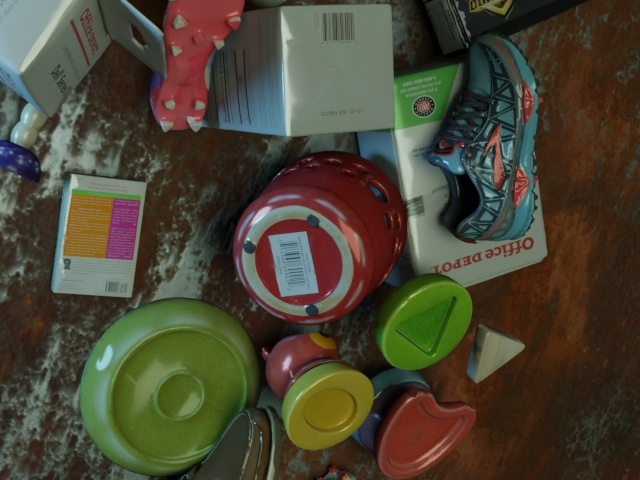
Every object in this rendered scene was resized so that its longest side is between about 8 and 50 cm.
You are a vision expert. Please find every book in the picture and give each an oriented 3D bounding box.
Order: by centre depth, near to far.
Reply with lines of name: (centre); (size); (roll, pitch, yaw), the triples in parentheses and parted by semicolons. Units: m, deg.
book: (-0.266, -0.006, 1.115); (0.096, 0.035, 0.144); (7, 97, -28)

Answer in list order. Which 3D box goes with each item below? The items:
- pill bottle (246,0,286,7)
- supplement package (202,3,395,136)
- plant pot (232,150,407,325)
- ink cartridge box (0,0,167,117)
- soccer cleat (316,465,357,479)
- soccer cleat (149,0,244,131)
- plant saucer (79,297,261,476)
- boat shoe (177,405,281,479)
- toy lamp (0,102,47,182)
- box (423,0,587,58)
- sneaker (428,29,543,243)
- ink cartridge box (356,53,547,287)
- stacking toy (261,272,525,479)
pill bottle: (-0.155, -0.387, 0.988); (0.334, 0.188, 0.188); (23, 89, -42)
supplement package: (-0.038, -0.195, 1.060); (0.139, 0.244, 0.134); (-9, 103, -28)
plant pot: (0.000, 0.000, 1.113); (0.191, 0.174, 0.191); (4, 108, 13)
ink cartridge box: (-0.324, -0.242, 0.895); (0.353, 0.207, 0.119); (36, 82, -4)
soccer cleat: (-0.028, 0.387, 1.271); (0.196, 0.068, 0.076); (-26, 111, -21)
soccer cleat: (-0.146, -0.228, 1.026); (0.083, 0.095, 0.248); (-4, 141, -24)
plant saucer: (-0.183, 0.195, 1.183); (0.241, 0.037, 0.241); (-5, 101, -24)
boat shoe: (-0.144, 0.343, 1.164); (0.104, 0.111, 0.307); (17, 102, -25)
toy lamp: (-0.291, -0.203, 1.043); (0.080, 0.080, 0.275); (25, 87, -25)
box: (0.245, -0.432, 1.230); (0.295, 0.073, 0.293); (-26, 103, -19)
sneaker: (0.195, -0.121, 1.124); (0.125, 0.104, 0.262); (-9, 101, -20)
ink cartridge box: (0.172, -0.093, 1.243); (0.211, 0.121, 0.289); (-15, 104, -21)
stacking toy: (0.093, 0.159, 1.227); (0.279, 0.130, 0.309); (-50, 132, 5)
